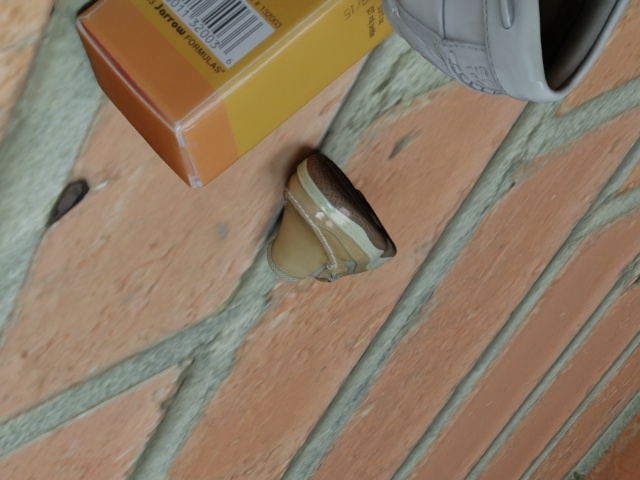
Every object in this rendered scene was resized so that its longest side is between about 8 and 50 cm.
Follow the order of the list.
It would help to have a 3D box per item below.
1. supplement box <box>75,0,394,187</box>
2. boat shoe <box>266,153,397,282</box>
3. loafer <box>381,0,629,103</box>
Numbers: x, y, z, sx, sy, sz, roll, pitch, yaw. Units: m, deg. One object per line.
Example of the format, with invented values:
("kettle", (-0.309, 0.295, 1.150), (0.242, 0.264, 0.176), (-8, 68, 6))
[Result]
("supplement box", (0.005, -0.131, 0.863), (0.233, 0.080, 0.078), (-38, 163, -10))
("boat shoe", (0.000, 0.000, 1.193), (0.072, 0.068, 0.190), (-32, 164, 4))
("loafer", (0.127, -0.207, 0.768), (0.112, 0.111, 0.319), (8, 108, -36))
